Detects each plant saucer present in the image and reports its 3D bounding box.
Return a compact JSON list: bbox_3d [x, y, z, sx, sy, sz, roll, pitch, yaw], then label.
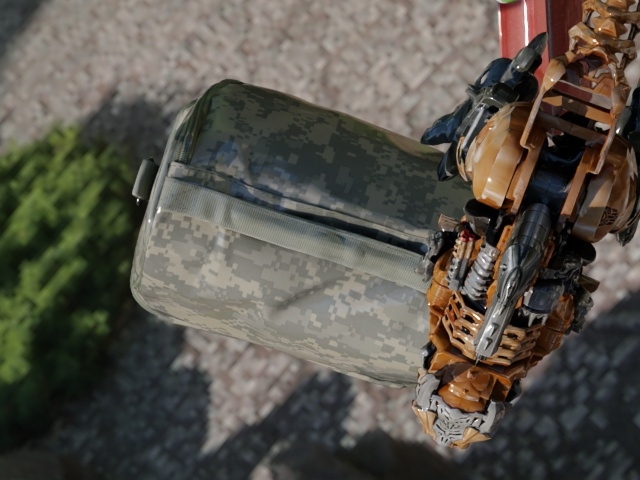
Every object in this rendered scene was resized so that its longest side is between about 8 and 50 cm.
[{"bbox_3d":[0.209,-0.247,1.652,0.047,0.259,0.258,-5,17,-3],"label":"plant saucer"}]

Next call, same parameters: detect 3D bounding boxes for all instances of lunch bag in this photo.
[{"bbox_3d":[0.000,0.000,1.448,0.256,0.305,0.213,-133,62,-87],"label":"lunch bag"}]

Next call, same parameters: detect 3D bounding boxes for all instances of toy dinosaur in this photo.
[{"bbox_3d":[0.145,-0.031,1.060,0.322,0.164,0.218,-48,2,21],"label":"toy dinosaur"}]

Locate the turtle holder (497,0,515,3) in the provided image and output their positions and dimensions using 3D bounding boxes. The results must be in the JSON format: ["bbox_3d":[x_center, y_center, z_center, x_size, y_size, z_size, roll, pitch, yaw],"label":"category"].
[{"bbox_3d":[0.215,-0.328,1.249,0.227,0.320,0.243,107,155,-74],"label":"turtle holder"}]
